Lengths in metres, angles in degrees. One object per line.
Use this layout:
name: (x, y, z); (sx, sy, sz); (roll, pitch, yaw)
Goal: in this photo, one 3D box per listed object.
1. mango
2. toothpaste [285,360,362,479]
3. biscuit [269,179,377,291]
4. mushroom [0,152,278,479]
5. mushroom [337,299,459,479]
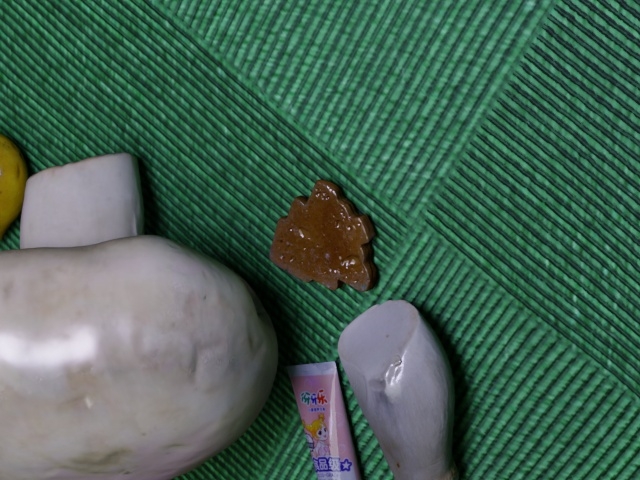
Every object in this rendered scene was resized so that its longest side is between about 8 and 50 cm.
mango: (-0.380, -0.052, 1.760); (0.103, 0.076, 0.161); (35, 135, 11)
toothpaste: (0.014, 0.219, 1.615); (0.067, 0.043, 0.194); (-9, 99, 40)
biscuit: (0.000, 0.000, 1.536); (0.130, 0.019, 0.119); (-15, 101, 39)
mushroom: (-0.230, 0.097, 1.545); (0.353, 0.325, 0.353); (7, 106, 24)
mushroom: (0.091, 0.170, 1.509); (0.116, 0.093, 0.225); (1, 121, 52)
